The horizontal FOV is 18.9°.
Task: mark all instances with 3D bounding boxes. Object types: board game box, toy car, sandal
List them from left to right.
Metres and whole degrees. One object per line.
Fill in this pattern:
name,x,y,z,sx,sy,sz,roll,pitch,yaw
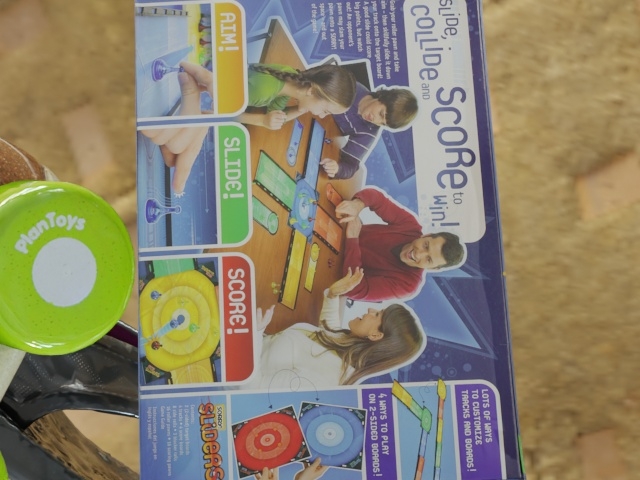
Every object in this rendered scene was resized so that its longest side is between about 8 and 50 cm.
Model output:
toy car,-0.180,0.000,0.579,0.155,0.188,0.149,6,-117,59
sandal,-0.175,0.068,1.144,0.446,0.167,0.107,42,-89,-11
board game box,0.000,0.000,0.715,0.136,0.035,0.201,-2,-112,-1
